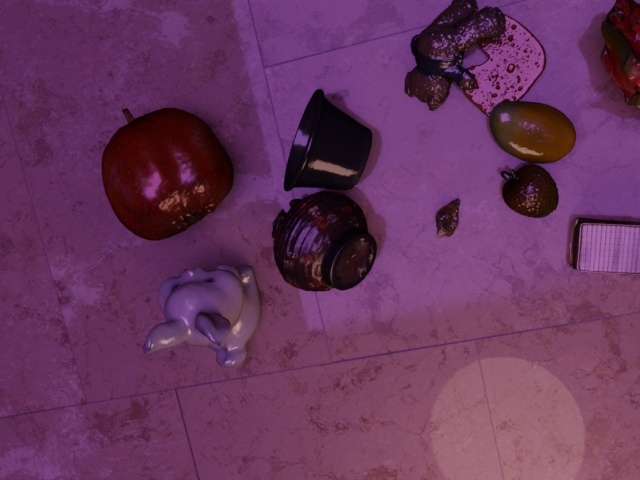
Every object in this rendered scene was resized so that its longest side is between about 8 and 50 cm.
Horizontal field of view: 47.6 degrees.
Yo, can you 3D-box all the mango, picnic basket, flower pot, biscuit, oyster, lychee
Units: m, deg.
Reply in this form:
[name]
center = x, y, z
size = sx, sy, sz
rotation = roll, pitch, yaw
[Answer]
[mango]
center = 0.448, -0.234, 1.543
size = 0.194, 0.092, 0.130
rotation = 27, 111, -14
[picnic basket]
center = 0.628, 0.013, 1.567
size = 0.164, 0.079, 0.115
rotation = 3, 100, 10
[flower pot]
center = 0.022, -0.199, 1.595
size = 0.148, 0.235, 0.235
rotation = 18, 102, -13
[biscuit]
center = 0.379, -0.383, 1.572
size = 0.186, 0.036, 0.192
rotation = 40, 104, 5
[oyster]
center = 0.288, -0.051, 1.646
size = 0.051, 0.034, 0.093
rotation = 5, 96, 2
[lychee]
center = 0.451, -0.107, 1.566
size = 0.146, 0.114, 0.114
rotation = 39, 104, -17

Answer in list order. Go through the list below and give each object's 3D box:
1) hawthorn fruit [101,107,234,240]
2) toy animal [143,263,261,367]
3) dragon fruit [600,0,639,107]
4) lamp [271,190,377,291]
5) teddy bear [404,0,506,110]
[hawthorn fruit]
center = -0.366, -0.175, 1.643
size = 0.287, 0.287, 0.330
rotation = -37, 76, 14
[toy animal]
center = -0.251, 0.179, 1.620
size = 0.196, 0.367, 0.241
rotation = -15, 84, 10
[dragon fruit]
center = 0.691, -0.363, 1.423
size = 0.302, 0.231, 0.237
rotation = 41, 115, 13
[lamp]
center = 0.000, 0.000, 1.613
size = 0.247, 0.247, 0.247
rotation = 2, 99, 10
[teddy bear]
center = 0.260, -0.404, 1.538
size = 0.182, 0.129, 0.251
rotation = 53, 125, 41
